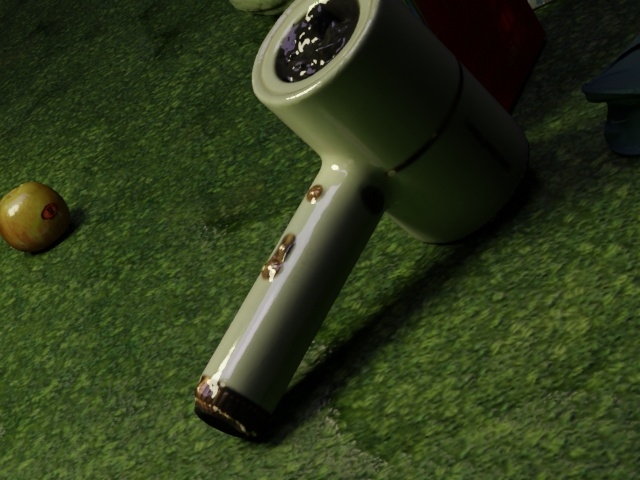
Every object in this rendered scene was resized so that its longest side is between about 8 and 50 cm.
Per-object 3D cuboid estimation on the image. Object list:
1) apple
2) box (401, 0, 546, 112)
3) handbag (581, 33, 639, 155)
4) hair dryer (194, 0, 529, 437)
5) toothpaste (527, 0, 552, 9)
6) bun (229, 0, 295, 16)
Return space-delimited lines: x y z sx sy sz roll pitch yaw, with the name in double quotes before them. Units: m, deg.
"apple" -0.317 -0.027 1.646 0.084 0.071 0.084 -27 23 12
"box" 0.069 -0.243 1.291 0.089 0.313 0.197 -16 29 37
"handbag" 0.321 -0.134 1.102 0.179 0.062 0.229 -43 26 -28
"hair dryer" 0.000 0.000 1.120 0.128 0.203 0.362 9 64 52
"toothpaste" 0.213 -0.303 1.559 0.089 0.057 0.234 -22 33 17
"bun" -0.017 -0.353 1.859 0.221 0.108 0.221 -29 16 9
